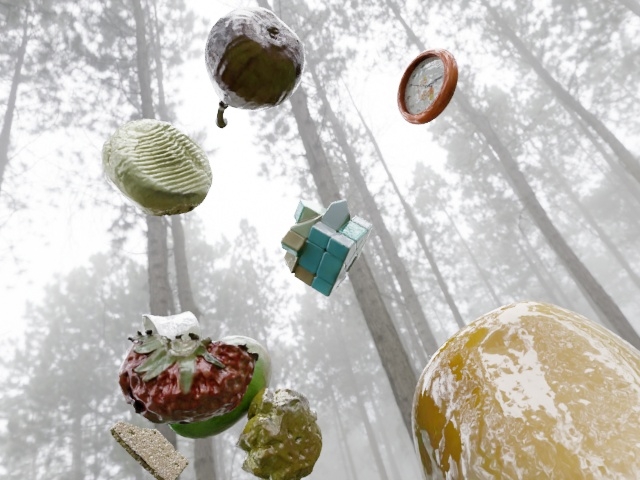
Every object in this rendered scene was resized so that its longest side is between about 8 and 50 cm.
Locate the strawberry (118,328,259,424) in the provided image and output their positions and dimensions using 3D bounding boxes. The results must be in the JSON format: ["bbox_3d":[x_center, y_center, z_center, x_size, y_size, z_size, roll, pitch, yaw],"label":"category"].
[{"bbox_3d":[-0.265,0.288,0.903,0.253,0.150,0.280,13,-35,-8],"label":"strawberry"}]

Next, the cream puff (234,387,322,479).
[{"bbox_3d":[-0.107,0.508,1.193,0.244,0.244,0.196,14,-60,-36],"label":"cream puff"}]

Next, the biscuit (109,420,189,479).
[{"bbox_3d":[-0.498,0.604,1.350,0.026,0.237,0.131,-50,-5,7],"label":"biscuit"}]

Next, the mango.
[{"bbox_3d":[-0.273,0.394,1.272,0.201,0.225,0.382,6,13,28],"label":"mango"}]

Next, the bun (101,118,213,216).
[{"bbox_3d":[-0.337,-0.136,0.943,0.220,0.220,0.134,14,-40,-36],"label":"bun"}]

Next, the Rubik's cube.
[{"bbox_3d":[0.000,0.000,1.296,0.224,0.213,0.265,-38,-25,-56],"label":"Rubik's cube"}]

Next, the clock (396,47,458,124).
[{"bbox_3d":[0.283,-0.410,1.237,0.051,0.205,0.205,8,-42,-34],"label":"clock"}]

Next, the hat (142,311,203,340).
[{"bbox_3d":[-0.406,0.274,1.297,0.126,0.203,0.203,-17,-31,-32],"label":"hat"}]

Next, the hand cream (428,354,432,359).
[{"bbox_3d":[0.401,0.344,1.368,0.050,0.084,0.257,-44,-23,29],"label":"hand cream"}]

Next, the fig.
[{"bbox_3d":[-0.177,-0.347,1.040,0.217,0.217,0.321,7,-32,-31],"label":"fig"}]

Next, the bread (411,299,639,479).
[{"bbox_3d":[0.261,0.283,0.536,0.252,0.376,0.348,2,-59,-8],"label":"bread"}]
